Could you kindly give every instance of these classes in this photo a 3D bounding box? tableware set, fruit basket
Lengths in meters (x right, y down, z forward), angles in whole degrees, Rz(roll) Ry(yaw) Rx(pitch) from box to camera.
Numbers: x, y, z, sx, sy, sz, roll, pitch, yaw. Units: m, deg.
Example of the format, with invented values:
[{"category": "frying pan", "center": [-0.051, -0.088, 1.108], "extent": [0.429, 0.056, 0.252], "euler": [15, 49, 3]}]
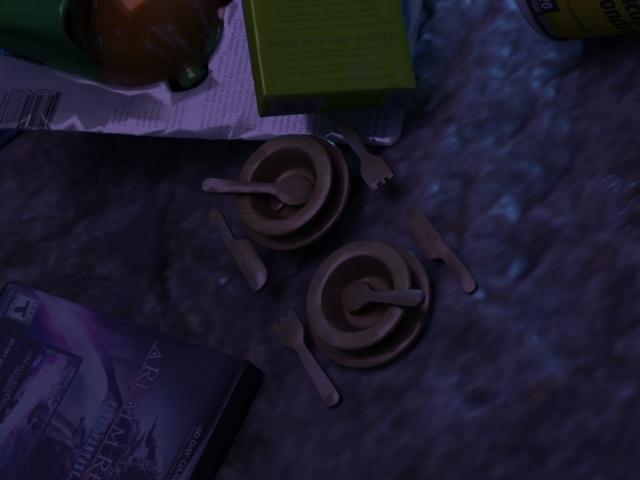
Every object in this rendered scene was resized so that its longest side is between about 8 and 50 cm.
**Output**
[{"category": "tableware set", "center": [0.000, 0.000, 1.016], "extent": [0.128, 0.039, 0.194], "euler": [-41, 56, 9]}, {"category": "fruit basket", "center": [-0.077, -0.223, 1.190], "extent": [0.353, 0.165, 0.327], "euler": [5, 72, 16]}]

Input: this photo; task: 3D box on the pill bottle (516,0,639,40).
[{"category": "pill bottle", "center": [0.216, -0.181, 0.947], "extent": [0.184, 0.103, 0.103], "euler": [-1, 62, 37]}]

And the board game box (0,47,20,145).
[{"category": "board game box", "center": [-0.325, -0.156, 1.383], "extent": [0.160, 0.047, 0.210], "euler": [-35, 46, 14]}]

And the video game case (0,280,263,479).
[{"category": "video game case", "center": [-0.183, 0.144, 1.095], "extent": [0.274, 0.026, 0.196], "euler": [14, 71, 43]}]

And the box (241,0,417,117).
[{"category": "box", "center": [-0.001, -0.177, 1.064], "extent": [0.109, 0.042, 0.178], "euler": [-5, 74, -12]}]
